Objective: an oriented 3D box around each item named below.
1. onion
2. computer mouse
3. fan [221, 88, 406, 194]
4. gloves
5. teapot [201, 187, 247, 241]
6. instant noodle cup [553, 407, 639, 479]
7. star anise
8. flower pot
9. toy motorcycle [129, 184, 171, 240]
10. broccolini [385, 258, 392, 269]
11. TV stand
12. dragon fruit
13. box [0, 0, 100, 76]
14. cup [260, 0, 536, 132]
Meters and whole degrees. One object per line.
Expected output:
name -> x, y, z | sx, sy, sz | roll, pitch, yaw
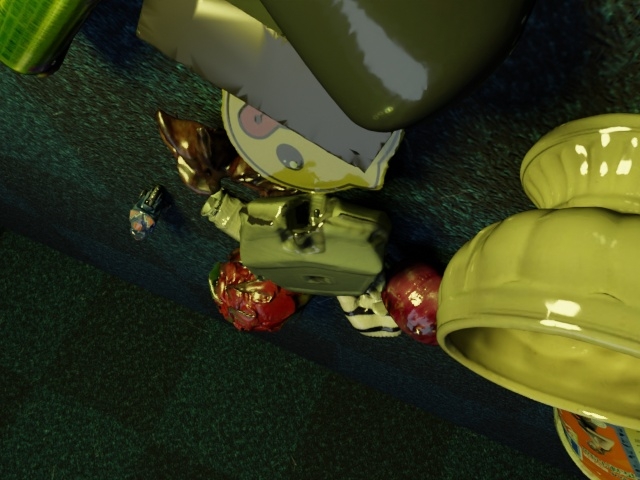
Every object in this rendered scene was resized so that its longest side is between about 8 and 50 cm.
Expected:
onion -> 0.193, 0.106, 0.937 | 0.178, 0.153, 0.177 | 17, 178, 0
computer mouse -> 0.000, -0.004, 0.829 | 0.229, 0.145, 0.429 | 6, 167, 6
fan -> -0.042, -0.175, 0.591 | 0.335, 0.011, 0.230 | 45, 128, -14
gloves -> 0.113, 0.111, 1.099 | 0.140, 0.131, 0.218 | 19, 133, 40
teapot -> -0.158, -0.032, 1.102 | 0.200, 0.077, 0.107 | 37, 176, -28
instant noodle cup -> 0.434, 0.181, 0.690 | 0.297, 0.296, 0.214 | 2, 142, 45
star anise -> -0.143, -0.106, 0.783 | 0.272, 0.102, 0.272 | 27, -179, -1
flower pot -> 0.288, 0.035, 0.522 | 0.308, 0.243, 0.307 | 22, 161, 8
toy motorcycle -> -0.421, -0.064, 1.254 | 0.076, 0.114, 0.205 | 29, 158, -13
broccolini -> 0.153, 0.061, 1.044 | 0.218, 0.042, 0.044 | 44, 154, -28
TV stand -> -0.040, -0.183, 0.524 | 0.270, 0.082, 0.088 | 30, 130, -5
dragon fruit -> -0.126, 0.117, 1.286 | 0.294, 0.233, 0.233 | -4, 161, -9
box -> -0.263, -0.278, 0.537 | 0.097, 0.134, 0.346 | 37, 155, -32
cup -> 0.039, -0.191, 0.397 | 0.177, 0.169, 0.223 | 38, -175, -22
